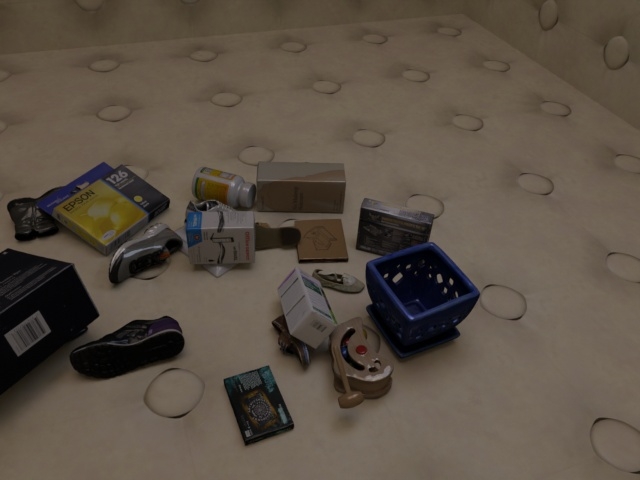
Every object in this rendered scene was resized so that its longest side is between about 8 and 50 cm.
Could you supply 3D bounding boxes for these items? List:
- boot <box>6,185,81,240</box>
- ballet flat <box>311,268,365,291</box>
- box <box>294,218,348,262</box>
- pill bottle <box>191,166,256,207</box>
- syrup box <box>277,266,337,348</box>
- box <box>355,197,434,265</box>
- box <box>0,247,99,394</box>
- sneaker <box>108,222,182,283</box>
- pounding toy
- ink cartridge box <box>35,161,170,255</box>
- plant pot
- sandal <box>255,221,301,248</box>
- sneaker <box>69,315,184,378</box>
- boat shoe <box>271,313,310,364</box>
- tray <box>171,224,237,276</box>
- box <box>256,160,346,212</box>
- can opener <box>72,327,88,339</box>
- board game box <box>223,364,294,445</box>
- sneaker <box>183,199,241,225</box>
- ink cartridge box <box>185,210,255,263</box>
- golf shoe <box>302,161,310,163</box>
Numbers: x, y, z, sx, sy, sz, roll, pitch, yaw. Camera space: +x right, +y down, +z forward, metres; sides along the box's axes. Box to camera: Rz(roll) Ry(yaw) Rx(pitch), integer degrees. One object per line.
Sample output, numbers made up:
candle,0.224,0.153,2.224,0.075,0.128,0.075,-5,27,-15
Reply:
boot,-0.904,-0.083,1.891,0.246,0.083,0.161,-21,59,-26
ballet flat,0.055,0.121,1.734,0.168,0.052,0.057,8,41,4
box,0.000,0.000,1.894,0.164,0.021,0.201,-2,42,-6
pill bottle,-0.339,-0.183,2.002,0.208,0.118,0.118,14,42,12
syrup box,-0.041,0.180,1.564,0.093,0.096,0.237,35,15,-26
box,0.235,-0.026,1.820,0.230,0.183,0.056,14,42,12
box,-0.809,0.198,1.420,0.312,0.179,0.343,9,38,34
sneaker,-0.539,0.043,1.744,0.108,0.100,0.271,29,46,18
pounding toy,0.106,0.301,1.454,0.154,0.155,0.270,-5,42,-4
ink cartridge box,-0.722,-0.132,1.896,0.307,0.072,0.304,35,48,7
plant pot,0.266,0.175,1.569,0.235,0.212,0.236,-16,44,-21
sandal,-0.185,-0.019,1.876,0.239,0.088,0.079,1,9,-4
sneaker,-0.511,0.274,1.499,0.283,0.107,0.124,-9,28,-20
boat shoe,-0.082,0.277,1.544,0.066,0.066,0.183,-19,38,-14
tray,-0.373,0.011,1.844,0.270,0.030,0.145,31,49,28
box,-0.070,-0.190,2.013,0.310,0.148,0.121,0,42,-3
can opener,-0.709,0.263,1.505,0.186,0.059,0.073,-31,51,-33
board game box,-0.156,0.406,1.411,0.126,0.026,0.186,-13,44,-19
sneaker,-0.333,-0.085,1.883,0.235,0.095,0.090,-2,30,-35
ink cartridge box,-0.301,-0.008,1.734,0.203,0.148,0.086,-1,40,-5
golf shoe,-0.035,-0.265,2.153,0.198,0.077,0.094,8,41,3
